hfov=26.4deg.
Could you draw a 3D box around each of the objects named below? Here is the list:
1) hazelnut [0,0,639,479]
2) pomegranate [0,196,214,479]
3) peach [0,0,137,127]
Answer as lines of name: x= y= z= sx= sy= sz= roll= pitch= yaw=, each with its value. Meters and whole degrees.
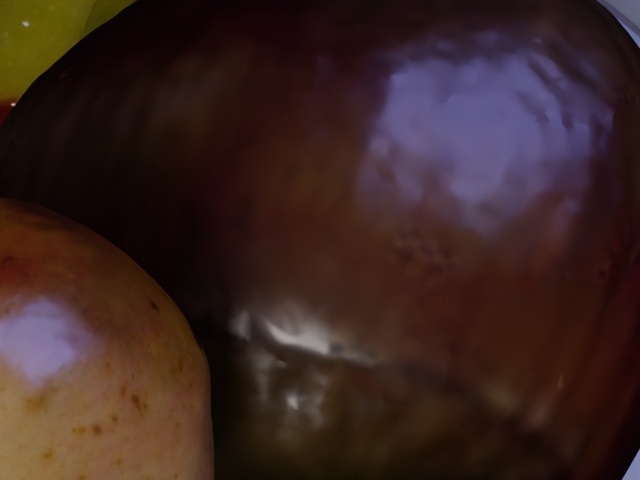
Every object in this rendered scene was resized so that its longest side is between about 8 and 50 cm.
hazelnut: x=0.000 y=0.000 z=0.779 sx=0.352 sy=0.421 sz=0.421 roll=24 pitch=27 yaw=-51
pomegranate: x=-0.138 y=0.078 z=0.545 sx=0.191 sy=0.191 sz=0.191 roll=29 pitch=28 yaw=-17
peach: x=-0.205 y=-0.177 z=1.015 sx=0.380 sy=0.242 sz=0.306 roll=26 pitch=5 yaw=6
